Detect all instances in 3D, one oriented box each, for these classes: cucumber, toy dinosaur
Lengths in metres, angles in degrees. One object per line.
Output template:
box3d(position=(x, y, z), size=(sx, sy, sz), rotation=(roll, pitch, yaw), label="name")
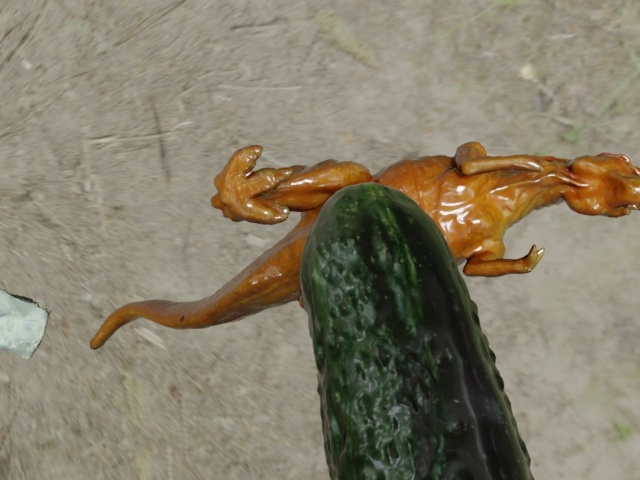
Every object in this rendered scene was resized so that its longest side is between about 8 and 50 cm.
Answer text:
box3d(position=(0.038, 0.078, 0.498), size=(0.075, 0.074, 0.241), rotation=(0, 56, -16), label="cucumber")
box3d(position=(0.000, 0.000, 0.843), size=(0.432, 0.208, 0.097), rotation=(-11, 85, 19), label="toy dinosaur")

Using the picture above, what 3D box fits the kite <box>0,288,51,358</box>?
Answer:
box3d(position=(-0.251, -0.027, 0.568), size=(0.314, 0.011, 0.335), rotation=(29, 102, 3), label="kite")
